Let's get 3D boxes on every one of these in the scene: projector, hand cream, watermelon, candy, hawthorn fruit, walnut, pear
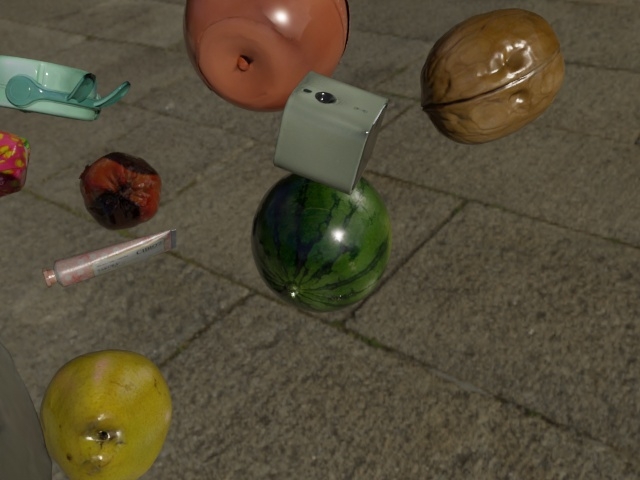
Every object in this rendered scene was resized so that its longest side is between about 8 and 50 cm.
[{"bbox_3d":[0.010,-0.103,0.697,0.082,0.083,0.083,21,40,7],"label":"projector"},{"bbox_3d":[-0.328,0.028,1.149,0.209,0.067,0.043,-18,66,-18],"label":"hand cream"},{"bbox_3d":[0.002,-0.003,1.190,0.242,0.242,0.242,-5,35,4],"label":"watermelon"},{"bbox_3d":[-0.583,-0.122,1.126,0.124,0.124,0.365,-1,4,10],"label":"candy"},{"bbox_3d":[-0.454,-0.119,1.673,0.185,0.185,0.202,-14,14,-9],"label":"hawthorn fruit"},{"bbox_3d":[0.230,-0.222,0.988,0.207,0.167,0.167,-28,37,-3],"label":"walnut"},{"bbox_3d":[-0.432,0.373,1.501,0.284,0.285,0.336,-22,31,-19],"label":"pear"}]

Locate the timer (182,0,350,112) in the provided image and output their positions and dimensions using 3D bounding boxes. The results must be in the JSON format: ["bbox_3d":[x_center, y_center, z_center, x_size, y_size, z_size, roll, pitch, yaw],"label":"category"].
[{"bbox_3d":[-0.074,-0.300,1.021,0.229,0.230,0.215,5,44,18],"label":"timer"}]

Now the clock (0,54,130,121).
[{"bbox_3d":[-0.227,-0.125,0.601,0.134,0.041,0.101,11,5,20],"label":"clock"}]

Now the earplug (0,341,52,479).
[{"bbox_3d":[-0.573,0.289,0.871,0.393,0.313,0.313,-25,37,-9],"label":"earplug"}]
